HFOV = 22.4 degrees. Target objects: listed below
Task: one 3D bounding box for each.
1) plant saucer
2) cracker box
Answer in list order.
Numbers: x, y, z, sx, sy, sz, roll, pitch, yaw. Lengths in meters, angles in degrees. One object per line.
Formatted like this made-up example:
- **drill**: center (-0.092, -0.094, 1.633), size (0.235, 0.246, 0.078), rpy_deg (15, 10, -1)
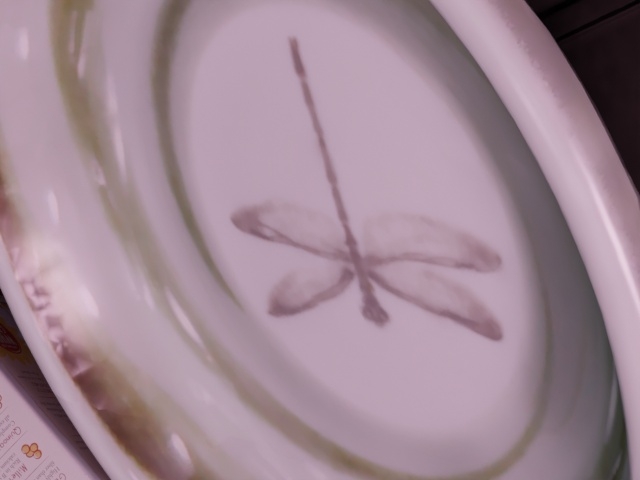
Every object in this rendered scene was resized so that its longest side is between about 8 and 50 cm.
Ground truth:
- **plant saucer**: center (0.000, 0.000, 0.640), size (0.400, 0.100, 0.400), rpy_deg (31, 137, 34)
- **cracker box**: center (-0.132, 0.121, 0.856), size (0.232, 0.067, 0.156), rpy_deg (45, -174, 20)
